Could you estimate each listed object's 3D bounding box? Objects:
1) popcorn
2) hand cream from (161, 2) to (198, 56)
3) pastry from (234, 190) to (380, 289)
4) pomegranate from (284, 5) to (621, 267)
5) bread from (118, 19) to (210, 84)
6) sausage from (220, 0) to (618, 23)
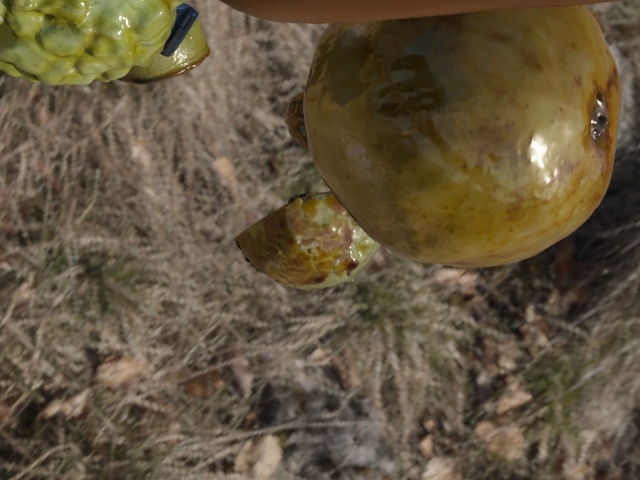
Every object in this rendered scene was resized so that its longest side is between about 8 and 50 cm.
[{"bbox_3d":[-0.256,-0.300,1.360,0.237,0.293,0.293,9,55,-11],"label":"popcorn"},{"bbox_3d":[-0.283,-0.314,1.626,0.256,0.088,0.055,26,37,-20],"label":"hand cream"},{"bbox_3d":[0.002,0.000,2.143,0.236,0.256,0.170,-23,94,-52],"label":"pastry"},{"bbox_3d":[0.140,-0.147,1.510,0.410,0.410,0.410,18,52,-25],"label":"pomegranate"},{"bbox_3d":[-0.246,-0.281,1.935,0.125,0.156,0.086,-98,172,-63],"label":"bread"},{"bbox_3d":[0.070,-0.137,0.492,0.105,0.274,0.105,0,90,-66],"label":"sausage"}]
